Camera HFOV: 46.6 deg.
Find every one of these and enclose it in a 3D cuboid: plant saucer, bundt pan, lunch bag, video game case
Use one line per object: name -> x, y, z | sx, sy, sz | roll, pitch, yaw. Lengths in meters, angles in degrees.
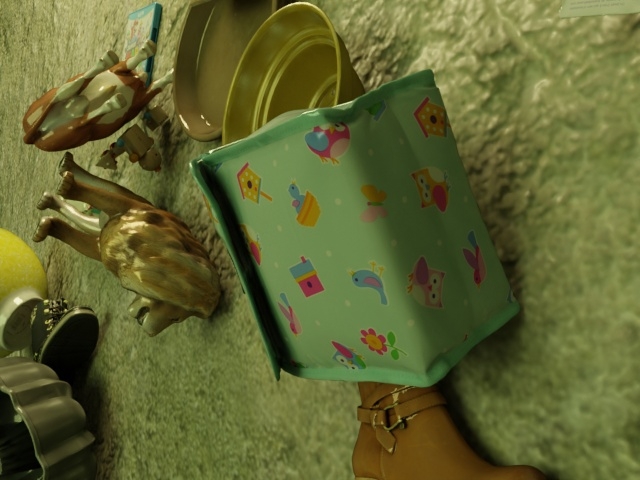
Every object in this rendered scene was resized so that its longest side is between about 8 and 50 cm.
plant saucer -> -0.125, -0.269, 1.028 | 0.278, 0.041, 0.277 | -16, 70, 51
bundt pan -> -0.488, 0.343, 1.238 | 0.331, 0.124, 0.330 | 11, 108, 38
lunch bag -> 0.000, 0.000, 0.639 | 0.262, 0.160, 0.223 | -9, 106, 49
video game case -> -0.327, -0.332, 1.329 | 0.119, 0.015, 0.166 | 6, 87, 54

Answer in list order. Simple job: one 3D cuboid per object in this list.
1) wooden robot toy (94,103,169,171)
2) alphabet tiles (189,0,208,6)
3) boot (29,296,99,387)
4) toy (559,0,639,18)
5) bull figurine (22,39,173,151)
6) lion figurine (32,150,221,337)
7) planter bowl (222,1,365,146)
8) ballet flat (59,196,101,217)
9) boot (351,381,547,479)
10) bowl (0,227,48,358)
wooden robot toy -> -0.280, -0.137, 1.157 | 0.076, 0.079, 0.173 | -32, 20, 33
alphabet tiles -> -0.102, -0.428, 1.007 | 0.198, 0.009, 0.237 | 8, 73, 53
boot -> -0.476, 0.158, 1.352 | 0.236, 0.085, 0.178 | -58, 40, 32
toy -> 0.264, -0.257, 0.498 | 0.137, 0.056, 0.237 | 18, 92, 57
bull figurine -> -0.325, -0.224, 1.143 | 0.188, 0.101, 0.310 | -28, 18, 29
lion figurine -> -0.275, -0.017, 1.069 | 0.142, 0.240, 0.392 | -60, 24, 11
planter bowl -> -0.014, -0.137, 0.807 | 0.217, 0.090, 0.217 | -17, 68, 50
ballet flat -> -0.428, -0.072, 1.351 | 0.241, 0.077, 0.091 | 10, 91, 54
boot -> 0.094, 0.158, 0.616 | 0.197, 0.073, 0.152 | -27, 55, 41
bowl -> -0.634, 0.134, 1.461 | 0.156, 0.289, 0.289 | 24, 103, 21
